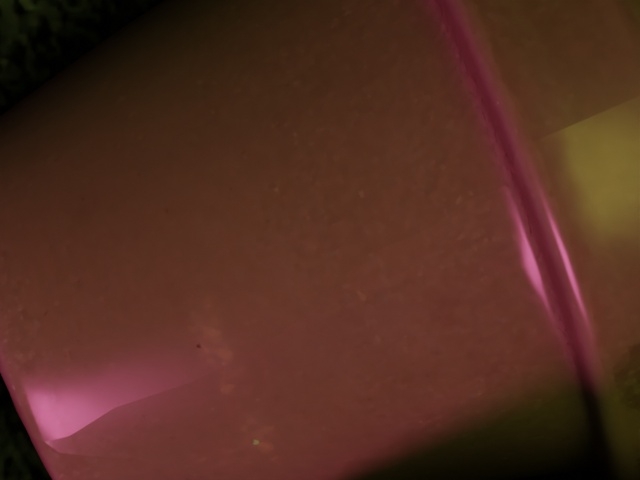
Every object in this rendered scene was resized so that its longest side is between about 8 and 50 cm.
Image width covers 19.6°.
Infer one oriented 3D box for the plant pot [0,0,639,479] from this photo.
[{"bbox_3d":[0.000,0.000,0.663,0.229,0.263,0.263,-23,106,-3],"label":"plant pot"}]
